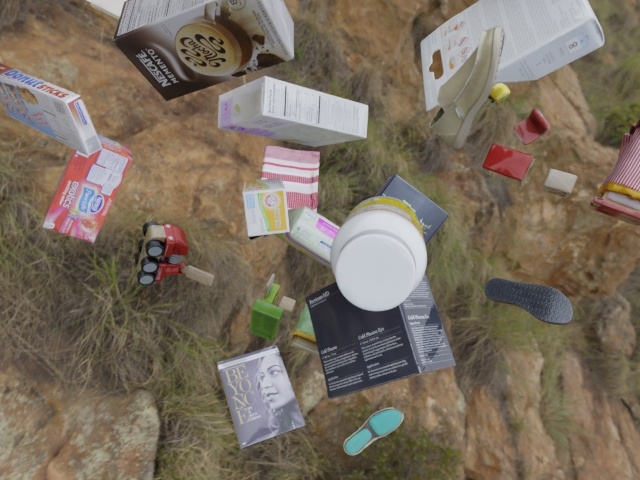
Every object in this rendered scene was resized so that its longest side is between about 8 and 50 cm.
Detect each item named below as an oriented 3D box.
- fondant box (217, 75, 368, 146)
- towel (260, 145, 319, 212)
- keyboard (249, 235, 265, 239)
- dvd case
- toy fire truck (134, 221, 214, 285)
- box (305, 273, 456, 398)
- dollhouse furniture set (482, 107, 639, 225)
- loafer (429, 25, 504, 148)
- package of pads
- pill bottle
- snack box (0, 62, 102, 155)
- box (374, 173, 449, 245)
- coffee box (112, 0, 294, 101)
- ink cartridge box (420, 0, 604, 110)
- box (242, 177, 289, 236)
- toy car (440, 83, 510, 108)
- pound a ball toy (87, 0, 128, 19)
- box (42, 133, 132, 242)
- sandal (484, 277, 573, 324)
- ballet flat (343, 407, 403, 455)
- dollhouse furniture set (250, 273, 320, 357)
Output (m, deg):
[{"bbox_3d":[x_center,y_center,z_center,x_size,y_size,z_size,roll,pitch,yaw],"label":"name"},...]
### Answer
[{"bbox_3d":[-0.072,-0.330,1.221,0.330,0.238,0.096,3,91,-38],"label":"fondant box"},{"bbox_3d":[-0.126,-0.241,1.869,0.237,0.037,0.329,5,63,-6],"label":"towel"},{"bbox_3d":[-0.239,-0.058,2.036,0.192,0.100,0.038,-21,62,-24],"label":"keyboard"},{"bbox_3d":[-0.152,0.386,1.154,0.165,0.018,0.221,-12,57,-23],"label":"dvd case"},{"bbox_3d":[-0.496,0.065,1.592,0.246,0.217,0.158,4,42,-33],"label":"toy fire truck"},{"bbox_3d":[0.158,0.253,1.318,0.179,0.343,0.312,5,63,-44],"label":"box"},{"bbox_3d":[0.584,-0.192,1.036,0.374,0.201,0.152,26,10,24],"label":"dollhouse furniture set"},{"bbox_3d":[0.285,-0.298,0.917,0.092,0.268,0.102,19,53,8],"label":"loafer"},{"bbox_3d":[0.000,0.000,1.311,0.229,0.296,0.101,31,85,-15],"label":"package of pads"},{"bbox_3d":[0.076,0.012,0.588,0.117,0.117,0.208,50,15,-3],"label":"pill bottle"},{"bbox_3d":[-0.318,-0.152,0.520,0.178,0.064,0.022,25,50,27],"label":"snack box"},{"bbox_3d":[0.275,-0.081,1.510,0.233,0.183,0.059,36,4,-9],"label":"box"},{"bbox_3d":[-0.219,-0.407,0.890,0.168,0.297,0.118,50,33,-56],"label":"coffee box"},{"bbox_3d":[0.439,-0.488,1.126,0.091,0.385,0.308,34,46,-36],"label":"ink cartridge box"},{"bbox_3d":[-0.141,-0.091,1.178,0.203,0.103,0.114,-117,-158,-72],"label":"box"},{"bbox_3d":[0.503,-0.509,1.436,0.053,0.239,0.225,46,67,-32],"label":"toy car"},{"bbox_3d":[-0.500,-0.652,1.246,0.319,0.135,0.208,26,10,-4],"label":"pound a ball toy"},{"bbox_3d":[-0.603,-0.142,1.186,0.128,0.257,0.122,22,13,-32],"label":"box"},{"bbox_3d":[0.603,0.168,1.321,0.054,0.254,0.097,30,86,-41],"label":"sandal"},{"bbox_3d":[0.126,0.459,1.116,0.057,0.168,0.052,57,2,15],"label":"ballet flat"},{"bbox_3d":[-0.060,0.247,1.534,0.302,0.151,0.197,21,47,4],"label":"dollhouse furniture set"}]
